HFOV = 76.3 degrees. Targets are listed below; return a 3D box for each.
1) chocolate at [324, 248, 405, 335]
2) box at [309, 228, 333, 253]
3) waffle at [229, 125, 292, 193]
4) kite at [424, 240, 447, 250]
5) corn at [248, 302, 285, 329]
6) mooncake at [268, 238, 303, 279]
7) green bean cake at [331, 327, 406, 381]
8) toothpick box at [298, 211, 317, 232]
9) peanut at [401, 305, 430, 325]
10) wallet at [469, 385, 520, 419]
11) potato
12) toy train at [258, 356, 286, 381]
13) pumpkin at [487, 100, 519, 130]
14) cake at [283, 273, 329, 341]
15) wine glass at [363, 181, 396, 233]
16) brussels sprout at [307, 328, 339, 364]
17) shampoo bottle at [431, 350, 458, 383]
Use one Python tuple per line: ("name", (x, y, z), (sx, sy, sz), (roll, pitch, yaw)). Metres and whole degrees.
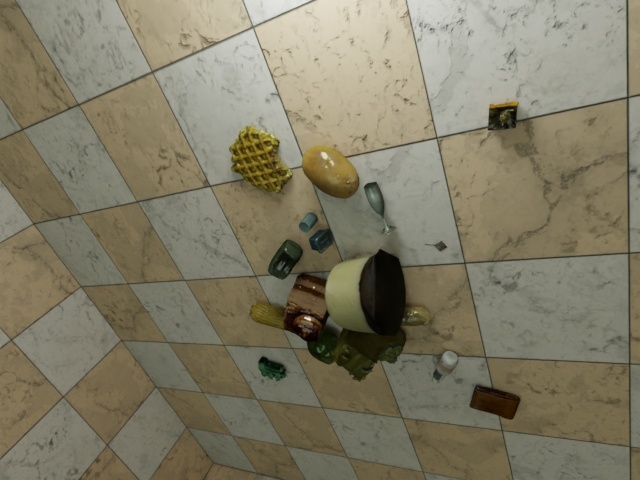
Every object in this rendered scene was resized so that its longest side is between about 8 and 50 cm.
("chocolate", (0.156, 0.216, 1.608), (0.297, 0.326, 0.313), (-7, 76, 27))
("box", (0.000, 0.000, 1.682), (0.054, 0.099, 0.074), (8, 127, 40))
("waffle", (-0.234, -0.314, 1.598), (0.291, 0.051, 0.291), (15, 131, 18))
("kite", (0.439, 0.024, 1.542), (0.078, 0.002, 0.044), (-14, 116, 31))
("corn", (-0.215, 0.395, 2.063), (0.305, 0.106, 0.106), (15, 128, 15))
("mooncake", (-0.151, 0.083, 1.768), (0.104, 0.168, 0.175), (37, 146, -4))
("green bean cake", (0.207, 0.476, 1.778), (0.285, 0.310, 0.202), (37, 129, 1))
("toothpick box", (-0.050, -0.074, 1.657), (0.052, 0.083, 0.052), (13, 128, 18))
("peanut", (0.360, 0.325, 1.736), (0.214, 0.099, 0.099), (-3, 121, 28))
("wallet", (0.793, 0.738, 1.859), (0.196, 0.042, 0.160), (10, 131, 17))
("potato", (0.036, -0.246, 1.467), (0.234, 0.146, 0.150), (34, 101, 1))
("toy train", (-0.282, 0.751, 2.376), (0.171, 0.071, 0.111), (9, 119, 20))
("pumpkin", (0.532, -0.361, 1.188), (0.083, 0.054, 0.074), (-1, 127, 21))
("cake", (-0.060, 0.315, 1.807), (0.199, 0.293, 0.196), (19, 129, 8))
("wine glass", (0.220, -0.121, 1.507), (0.066, 0.066, 0.198), (-10, 117, 31))
("brussels sprout", (0.018, 0.523, 2.021), (0.162, 0.144, 0.180), (-21, 102, -1))
("shampoo bottle", (0.556, 0.577, 1.835), (0.074, 0.074, 0.192), (21, 131, 11))
